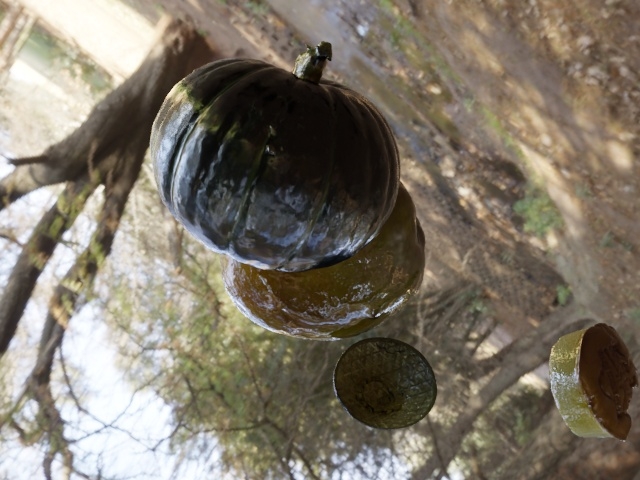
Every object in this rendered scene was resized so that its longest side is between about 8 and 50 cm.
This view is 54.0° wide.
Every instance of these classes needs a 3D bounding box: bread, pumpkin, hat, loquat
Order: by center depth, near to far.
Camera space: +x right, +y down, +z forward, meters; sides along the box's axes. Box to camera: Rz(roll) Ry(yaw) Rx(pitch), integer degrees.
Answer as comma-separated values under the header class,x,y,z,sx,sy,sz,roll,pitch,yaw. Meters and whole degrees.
class,x,y,z,sx,sy,sz,roll,pitch,yaw
pumpkin,-0.035,-0.089,0.613,0.249,0.216,0.250,21,-164,-6
bread,0.372,0.184,0.861,0.125,0.156,0.086,46,140,-15
loquat,0.000,0.000,0.862,0.283,0.276,0.276,-5,174,8
hat,0.088,0.216,0.892,0.146,0.146,0.067,35,144,26
